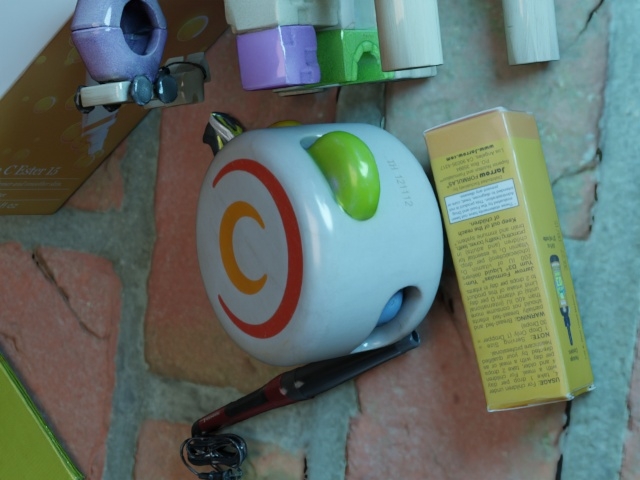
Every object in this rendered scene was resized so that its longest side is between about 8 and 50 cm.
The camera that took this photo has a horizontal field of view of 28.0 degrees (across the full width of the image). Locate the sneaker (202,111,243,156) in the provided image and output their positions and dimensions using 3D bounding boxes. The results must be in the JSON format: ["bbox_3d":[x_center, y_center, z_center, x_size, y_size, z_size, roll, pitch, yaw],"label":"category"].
[{"bbox_3d":[-0.077,-0.081,1.177,0.083,0.031,0.035,50,126,22],"label":"sneaker"}]

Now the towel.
[{"bbox_3d":[-0.337,0.180,1.333,0.102,0.021,0.237,-46,72,28],"label":"towel"}]

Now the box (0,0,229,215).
[{"bbox_3d":[-0.251,-0.190,1.161,0.345,0.215,0.168,-43,72,24],"label":"box"}]

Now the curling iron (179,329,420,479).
[{"bbox_3d":[-0.020,0.144,1.147,0.274,0.035,0.068,-34,80,26],"label":"curling iron"}]

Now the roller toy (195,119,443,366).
[{"bbox_3d":[0.000,0.000,1.051,0.209,0.146,0.191,12,106,52],"label":"roller toy"}]

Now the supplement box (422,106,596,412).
[{"bbox_3d":[0.152,0.016,1.025,0.080,0.078,0.233,-17,83,28],"label":"supplement box"}]

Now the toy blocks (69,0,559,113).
[{"bbox_3d":[-0.004,-0.248,0.984,0.309,0.289,0.260,-4,96,31],"label":"toy blocks"}]
